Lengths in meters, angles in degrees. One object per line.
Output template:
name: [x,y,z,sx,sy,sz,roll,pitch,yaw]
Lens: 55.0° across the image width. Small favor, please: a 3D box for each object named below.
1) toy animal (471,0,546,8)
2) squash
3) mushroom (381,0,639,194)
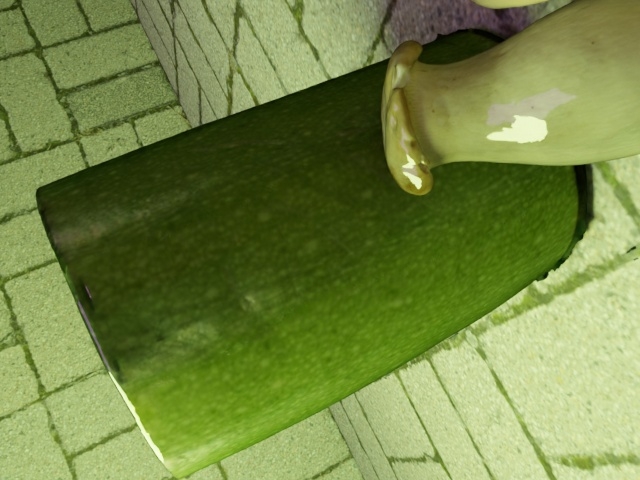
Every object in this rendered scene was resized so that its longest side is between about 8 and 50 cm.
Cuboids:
toy animal: [0.081,-0.240,0.202,0.345,0.246,0.278,7,117,70]
squash: [0.000,0.000,0.534,0.263,0.384,0.263,57,163,28]
mushroom: [0.133,-0.088,0.363,0.088,0.212,0.097,-65,-37,-49]
